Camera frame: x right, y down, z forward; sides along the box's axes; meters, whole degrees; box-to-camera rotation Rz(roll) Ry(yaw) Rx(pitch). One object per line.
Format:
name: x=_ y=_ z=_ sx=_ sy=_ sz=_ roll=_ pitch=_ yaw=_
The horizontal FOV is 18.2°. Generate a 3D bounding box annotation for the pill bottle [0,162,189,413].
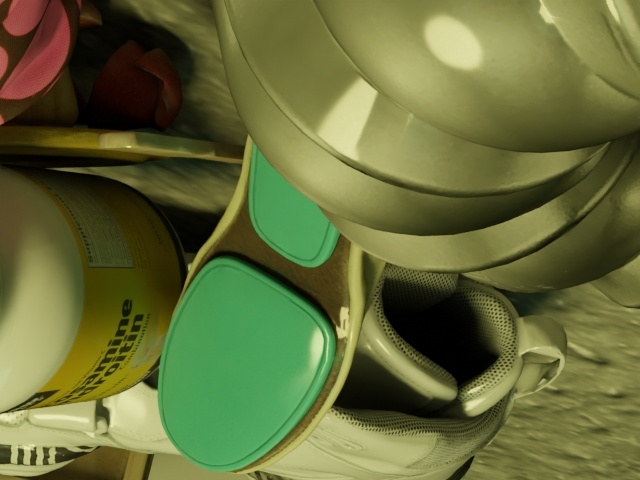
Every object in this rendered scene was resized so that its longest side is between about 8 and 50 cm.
pill bottle: x=-0.131 y=0.020 z=0.820 sx=0.103 sy=0.103 sz=0.184 roll=5 pitch=-179 yaw=18

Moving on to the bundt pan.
bundt pan: x=0.123 y=-0.065 z=0.517 sx=0.331 sy=0.124 sz=0.331 roll=-2 pitch=164 yaw=-1

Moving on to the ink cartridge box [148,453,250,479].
ink cartridge box: x=-0.118 y=0.181 z=1.407 sx=0.139 sy=0.082 sz=0.191 roll=14 pitch=157 yaw=-4

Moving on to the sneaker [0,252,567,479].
sneaker: x=-0.063 y=0.040 z=0.974 sx=0.366 sy=0.137 sz=0.210 roll=14 pitch=157 yaw=-15

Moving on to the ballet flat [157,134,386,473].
ballet flat: x=0.000 y=0.000 z=0.817 sx=0.086 sy=0.086 sz=0.248 roll=16 pitch=133 yaw=-8

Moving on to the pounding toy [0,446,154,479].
pounding toy: x=-0.170 y=0.132 z=1.234 sx=0.130 sy=0.141 sz=0.100 roll=13 pitch=158 yaw=0

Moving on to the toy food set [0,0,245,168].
toy food set: x=-0.129 y=-0.068 z=0.840 sx=0.218 sy=0.071 sz=0.128 roll=0 pitch=179 yaw=32

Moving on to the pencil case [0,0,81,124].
pencil case: x=-0.110 y=-0.119 z=0.666 sx=0.095 sy=0.098 sz=0.209 roll=57 pitch=158 yaw=9
